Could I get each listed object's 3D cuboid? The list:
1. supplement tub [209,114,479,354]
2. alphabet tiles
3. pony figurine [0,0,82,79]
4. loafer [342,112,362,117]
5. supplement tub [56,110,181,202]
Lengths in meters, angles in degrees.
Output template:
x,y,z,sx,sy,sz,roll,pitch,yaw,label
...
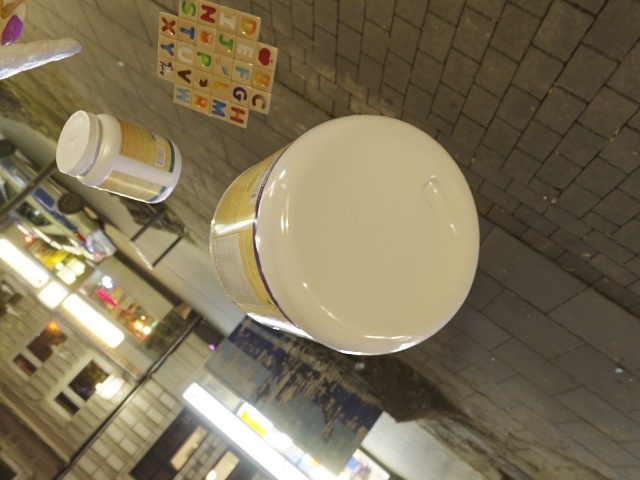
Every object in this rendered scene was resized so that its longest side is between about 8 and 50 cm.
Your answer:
x,y,z,sx,sy,sz,roll,pitch,yaw,label
0.000,0.000,0.649,0.241,0.241,0.331,45,162,-15,supplement tub
-0.276,-0.460,1.374,0.343,0.011,0.285,22,122,12,alphabet tiles
-0.312,-0.004,0.247,0.351,0.363,0.302,-2,150,-13,pony figurine
0.029,-0.252,1.273,0.061,0.170,0.062,11,-129,-52,loafer
-0.398,-0.165,1.056,0.144,0.144,0.200,22,-177,41,supplement tub
